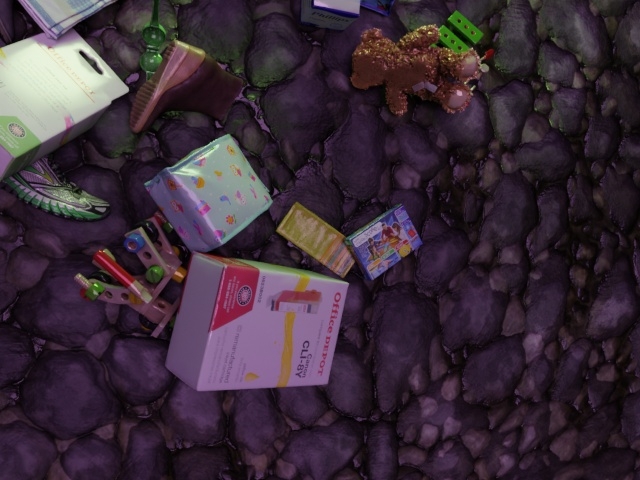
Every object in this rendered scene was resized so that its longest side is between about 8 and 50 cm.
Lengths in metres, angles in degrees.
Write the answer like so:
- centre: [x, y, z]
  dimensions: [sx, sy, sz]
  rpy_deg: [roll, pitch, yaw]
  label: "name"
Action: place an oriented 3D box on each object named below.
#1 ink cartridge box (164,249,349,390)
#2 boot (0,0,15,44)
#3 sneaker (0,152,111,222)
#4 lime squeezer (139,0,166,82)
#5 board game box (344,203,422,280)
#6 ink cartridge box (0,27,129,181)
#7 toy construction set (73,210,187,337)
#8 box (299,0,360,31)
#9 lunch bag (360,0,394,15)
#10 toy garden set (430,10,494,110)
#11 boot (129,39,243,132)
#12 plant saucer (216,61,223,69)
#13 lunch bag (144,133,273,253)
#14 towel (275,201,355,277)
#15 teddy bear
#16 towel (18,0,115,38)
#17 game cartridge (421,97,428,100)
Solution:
- centre: [-0.136, 0.197, 1.236]
  dimensions: [0.385, 0.161, 0.278]
  rpy_deg: [12, 90, -43]
  label: "ink cartridge box"
- centre: [-0.657, -0.564, 1.165]
  dimensions: [0.209, 0.076, 0.189]
  rpy_deg: [-30, 127, -31]
  label: "boot"
- centre: [-0.632, -0.151, 1.157]
  dimensions: [0.344, 0.134, 0.146]
  rpy_deg: [32, 82, -16]
  label: "sneaker"
- centre: [-0.399, -0.450, 1.236]
  dimensions: [0.059, 0.110, 0.310]
  rpy_deg: [-4, 125, -33]
  label: "lime squeezer"
- centre: [0.180, 0.003, 1.452]
  dimensions: [0.201, 0.035, 0.136]
  rpy_deg: [-33, 102, -21]
  label: "board game box"
- centre: [-0.615, -0.307, 1.112]
  dimensions: [0.207, 0.119, 0.353]
  rpy_deg: [48, 41, -13]
  label: "ink cartridge box"
- centre: [-0.384, 0.104, 1.156]
  dimensions: [0.237, 0.309, 0.257]
  rpy_deg: [44, 89, -9]
  label: "toy construction set"
- centre: [0.023, -0.606, 1.332]
  dimensions: [0.126, 0.137, 0.072]
  rpy_deg: [4, 92, -17]
  label: "box"
- centre: [0.080, -0.766, 1.365]
  dimensions: [0.294, 0.138, 0.220]
  rpy_deg: [13, 87, -4]
  label: "lunch bag"
- centre: [0.389, -0.507, 1.483]
  dimensions: [0.204, 0.049, 0.244]
  rpy_deg: [41, 76, -1]
  label: "toy garden set"
- centre: [-0.320, -0.333, 1.245]
  dimensions: [0.207, 0.090, 0.248]
  rpy_deg: [24, 106, -47]
  label: "boot"
- centre: [-0.287, -0.420, 1.312]
  dimensions: [0.084, 0.013, 0.083]
  rpy_deg: [-1, 94, -17]
  label: "plant saucer"
- centre: [-0.253, -0.120, 1.260]
  dimensions: [0.223, 0.160, 0.262]
  rpy_deg: [56, 44, -12]
  label: "lunch bag"
- centre: [0.000, 0.000, 1.418]
  dimensions: [0.237, 0.021, 0.102]
  rpy_deg: [35, 82, -15]
  label: "towel"
- centre: [0.255, -0.458, 1.383]
  dimensions: [0.339, 0.113, 0.245]
  rpy_deg: [3, 131, 20]
  label: "teddy bear"
- centre: [-0.564, -0.605, 1.145]
  dimensions: [0.209, 0.034, 0.285]
  rpy_deg: [53, 57, -25]
  label: "towel"
- centre: [0.320, -0.445, 1.497]
  dimensions: [0.083, 0.017, 0.056]
  rpy_deg: [-34, 98, -13]
  label: "game cartridge"
